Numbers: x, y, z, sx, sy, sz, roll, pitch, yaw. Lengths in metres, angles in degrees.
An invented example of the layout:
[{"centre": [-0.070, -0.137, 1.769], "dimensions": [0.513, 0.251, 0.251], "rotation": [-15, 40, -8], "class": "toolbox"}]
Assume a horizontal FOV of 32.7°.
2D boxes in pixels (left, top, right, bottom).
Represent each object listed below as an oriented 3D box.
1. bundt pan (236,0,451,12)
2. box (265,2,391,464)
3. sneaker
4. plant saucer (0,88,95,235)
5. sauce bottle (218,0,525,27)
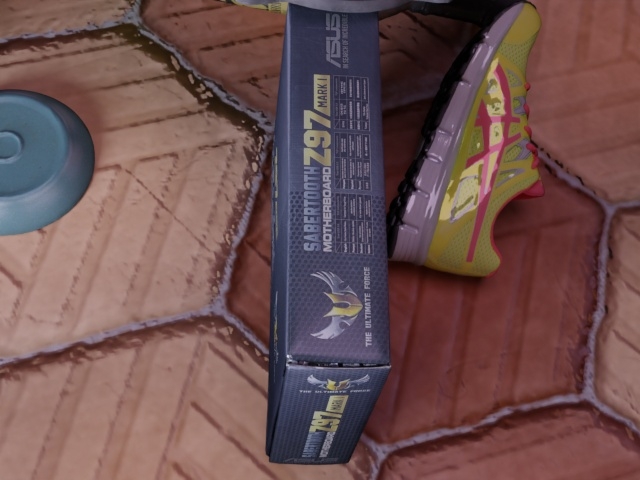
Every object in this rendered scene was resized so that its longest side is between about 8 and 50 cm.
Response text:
[{"centre": [-0.024, -0.278, 0.693], "dimensions": [0.331, 0.124, 0.330], "rotation": [7, 37, -6], "class": "bundt pan"}, {"centre": [0.000, 0.000, 0.661], "dimensions": [0.059, 0.183, 0.232], "rotation": [2, 64, -6], "class": "box"}, {"centre": [0.119, -0.067, 0.764], "dimensions": [0.094, 0.081, 0.208], "rotation": [23, 83, -3], "class": "sneaker"}, {"centre": [-0.218, -0.061, 0.757], "dimensions": [0.119, 0.021, 0.119], "rotation": [3, 63, -6], "class": "plant saucer"}, {"centre": [-0.015, -0.223, 0.811], "dimensions": [0.345, 0.111, 0.111], "rotation": [10, 63, 1], "class": "sauce bottle"}]
